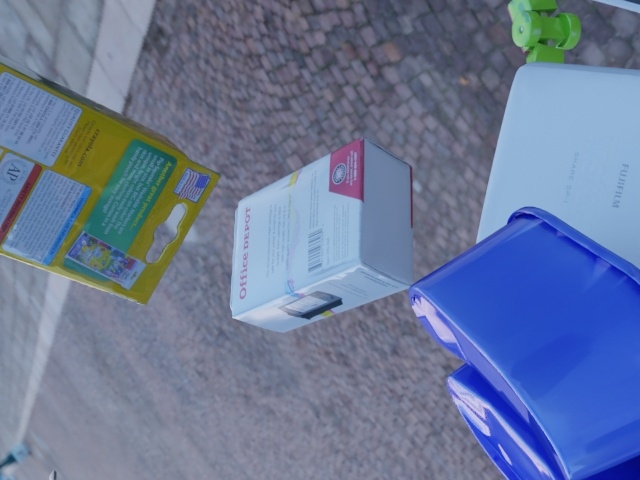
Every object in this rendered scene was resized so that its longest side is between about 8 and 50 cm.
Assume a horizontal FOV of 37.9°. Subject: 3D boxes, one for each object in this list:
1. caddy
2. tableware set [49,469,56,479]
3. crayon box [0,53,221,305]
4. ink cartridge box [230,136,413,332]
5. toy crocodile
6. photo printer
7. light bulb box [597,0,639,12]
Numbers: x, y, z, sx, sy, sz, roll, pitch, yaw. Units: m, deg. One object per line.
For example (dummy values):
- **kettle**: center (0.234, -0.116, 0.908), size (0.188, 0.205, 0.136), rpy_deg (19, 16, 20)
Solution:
- **caddy**: center (0.223, 0.111, 0.786), size (0.241, 0.179, 0.341), rpy_deg (66, 172, -27)
- **tableware set**: center (-0.348, 0.337, 1.054), size (0.039, 0.128, 0.194), rpy_deg (33, 176, -18)
- **crayon box**: center (-0.308, -0.069, 1.114), size (0.322, 0.203, 0.083), rpy_deg (26, -171, -36)
- **ink cartridge box**: center (0.000, 0.000, 1.517), size (0.131, 0.226, 0.306), rpy_deg (23, 147, -37)
- **toy crocodile**: center (0.391, -0.442, 1.733), size (0.105, 0.115, 0.341), rpy_deg (137, 126, -62)
- **photo printer**: center (0.326, -0.051, 0.978), size (0.307, 0.107, 0.256), rpy_deg (18, 97, 44)
- **light bulb box**: center (0.465, -0.470, 1.110), size (0.357, 0.225, 0.361), rpy_deg (13, 129, -6)
